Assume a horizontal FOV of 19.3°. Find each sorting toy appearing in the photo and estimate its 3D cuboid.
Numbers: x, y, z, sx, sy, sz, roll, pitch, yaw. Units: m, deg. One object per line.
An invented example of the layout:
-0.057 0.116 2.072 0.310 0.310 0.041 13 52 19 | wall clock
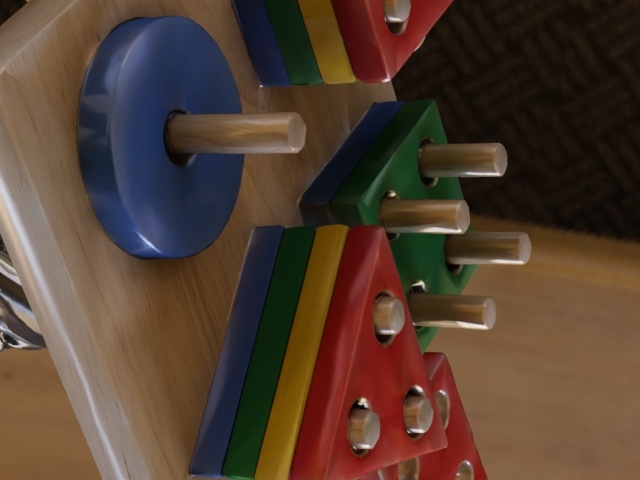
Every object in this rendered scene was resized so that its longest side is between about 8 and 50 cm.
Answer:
0.000 0.000 0.396 0.046 0.132 0.274 0 123 29 | sorting toy

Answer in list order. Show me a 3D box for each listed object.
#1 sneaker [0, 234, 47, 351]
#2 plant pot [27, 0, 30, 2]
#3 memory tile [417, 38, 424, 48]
-0.172 0.014 0.918 0.283 0.107 0.124 29 119 27 | sneaker
-0.086 -0.184 1.321 0.254 0.237 0.237 29 110 2 | plant pot
-0.012 -0.145 1.127 0.148 0.012 0.113 48 68 -16 | memory tile
